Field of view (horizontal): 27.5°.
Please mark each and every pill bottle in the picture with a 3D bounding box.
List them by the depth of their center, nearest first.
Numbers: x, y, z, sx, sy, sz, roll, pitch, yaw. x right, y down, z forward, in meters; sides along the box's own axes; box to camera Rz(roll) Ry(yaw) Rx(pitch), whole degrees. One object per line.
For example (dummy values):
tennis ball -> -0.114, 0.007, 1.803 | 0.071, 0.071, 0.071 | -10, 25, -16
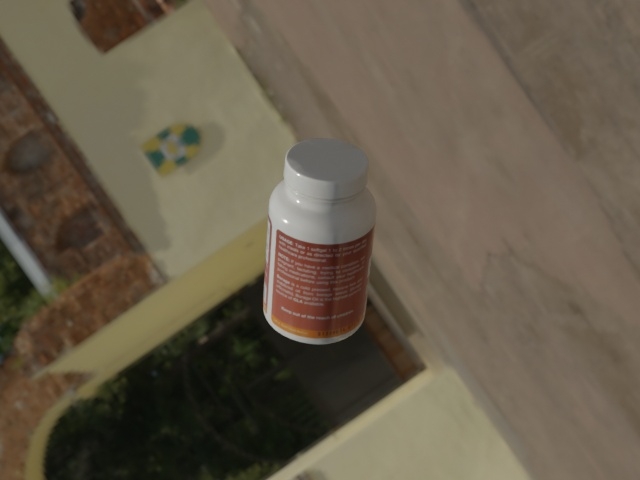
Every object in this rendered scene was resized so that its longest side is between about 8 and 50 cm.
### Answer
pill bottle -> 0.000, 0.000, 1.464 | 0.121, 0.121, 0.216 | -127, 33, -46
